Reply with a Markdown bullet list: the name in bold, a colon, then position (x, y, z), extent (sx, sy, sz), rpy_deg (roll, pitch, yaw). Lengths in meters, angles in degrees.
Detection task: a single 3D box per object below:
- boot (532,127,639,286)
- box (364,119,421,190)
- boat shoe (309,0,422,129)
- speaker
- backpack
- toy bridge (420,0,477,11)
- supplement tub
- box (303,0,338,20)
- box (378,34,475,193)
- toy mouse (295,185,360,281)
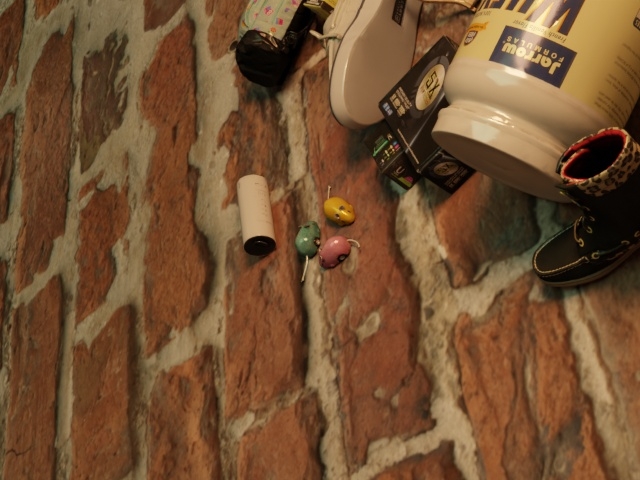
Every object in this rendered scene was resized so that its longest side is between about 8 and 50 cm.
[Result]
- **boot**: position (0.315, -0.039, 1.497), extent (0.236, 0.178, 0.085), rpy_deg (-29, 48, 33)
- **box**: position (0.113, -0.127, 1.876), extent (0.052, 0.062, 0.083), rpy_deg (-45, 41, 17)
- **boat shoe**: position (0.055, -0.327, 2.011), extent (0.156, 0.136, 0.367), rpy_deg (-11, 56, 44)
- **speaker**: position (-0.105, -0.041, 2.073), extent (0.055, 0.055, 0.136), rpy_deg (-36, 45, 29)
- **backpack**: position (-0.077, -0.374, 2.181), extent (0.152, 0.115, 0.182), rpy_deg (125, 169, -65)
- **toy bridge**: position (0.159, -0.400, 1.940), extent (0.188, 0.026, 0.063), rpy_deg (34, 95, 11)
- **supplement tub**: position (0.298, -0.235, 1.596), extent (0.235, 0.235, 0.325), rpy_deg (21, 83, 52)
- **box**: position (0.067, -0.475, 2.131), extent (0.058, 0.087, 0.232), rpy_deg (27, 89, 52)
- **box**: position (0.182, -0.182, 1.821), extent (0.147, 0.077, 0.180), rpy_deg (-45, 40, 18)
- **toy mouse**: position (0.000, 0.000, 1.947), extent (0.143, 0.031, 0.161), rpy_deg (-55, 38, 7)
